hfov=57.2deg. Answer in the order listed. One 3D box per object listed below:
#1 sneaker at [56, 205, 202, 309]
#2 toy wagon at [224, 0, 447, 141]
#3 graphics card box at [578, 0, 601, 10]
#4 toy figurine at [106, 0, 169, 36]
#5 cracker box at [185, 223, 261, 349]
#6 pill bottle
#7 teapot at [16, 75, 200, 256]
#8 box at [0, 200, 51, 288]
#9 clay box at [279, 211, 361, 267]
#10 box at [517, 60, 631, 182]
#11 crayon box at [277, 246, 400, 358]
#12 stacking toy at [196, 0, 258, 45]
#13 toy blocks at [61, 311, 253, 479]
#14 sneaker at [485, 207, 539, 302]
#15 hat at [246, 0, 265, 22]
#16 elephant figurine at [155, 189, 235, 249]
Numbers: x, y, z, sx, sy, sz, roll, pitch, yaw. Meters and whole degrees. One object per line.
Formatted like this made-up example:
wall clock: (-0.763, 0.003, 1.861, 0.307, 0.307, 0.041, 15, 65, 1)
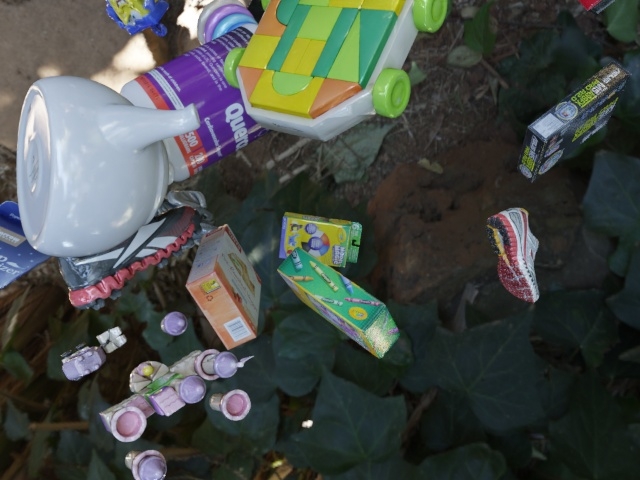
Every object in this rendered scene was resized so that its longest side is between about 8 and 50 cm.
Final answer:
sneaker: (-0.333, -0.002, 1.029, 0.098, 0.276, 0.135, 3, 124, 53)
toy wagon: (0.025, -0.296, 0.761, 0.267, 0.344, 0.068, 19, 171, 33)
graphics card box: (0.497, -0.559, 1.141, 0.094, 0.371, 0.232, -39, 88, 33)
toy figurine: (-0.387, -0.561, 1.292, 0.363, 0.191, 0.217, -2, 137, 40)
cracker box: (-0.183, 0.084, 1.162, 0.067, 0.232, 0.155, -25, 113, 7)
pill bottle: (-0.161, -0.249, 1.007, 0.323, 0.181, 0.181, -32, 129, -14)
teapot: (-0.294, -0.093, 0.801, 0.187, 0.256, 0.252, -1, 113, -38)
box: (-0.588, 0.018, 1.076, 0.225, 0.036, 0.136, -30, 144, 18)
clay box: (0.000, 0.000, 1.670, 0.222, 0.053, 0.127, 8, 110, 5)
box: (0.620, -0.287, 1.457, 0.270, 0.060, 0.216, -37, 156, -5)
crayon box: (0.042, 0.143, 1.367, 0.278, 0.081, 0.165, 33, 165, 33)
stacking toy: (-0.155, -0.420, 1.325, 0.141, 0.330, 0.141, -24, 142, -20)
toy blocks: (-0.312, 0.297, 1.197, 0.260, 0.289, 0.308, -18, 101, 57)
sneaker: (0.433, 0.034, 1.255, 0.093, 0.088, 0.225, -28, 113, -19)
hat: (-0.064, -0.704, 1.741, 0.331, 0.331, 0.134, -32, 92, 34)
elephant figurine: (-0.321, -0.039, 1.386, 0.240, 0.185, 0.169, 2, 149, -9)
